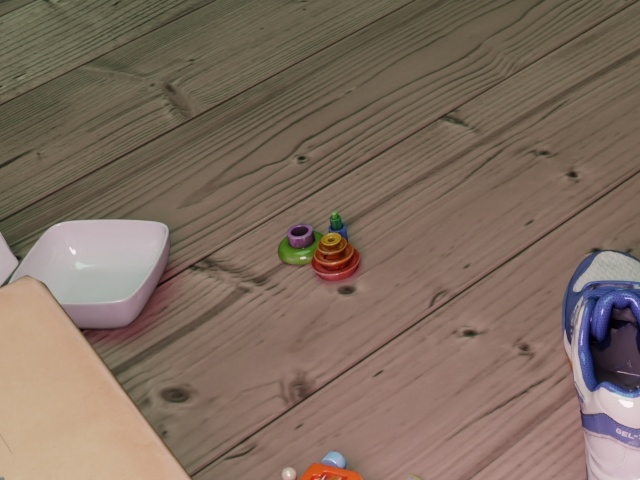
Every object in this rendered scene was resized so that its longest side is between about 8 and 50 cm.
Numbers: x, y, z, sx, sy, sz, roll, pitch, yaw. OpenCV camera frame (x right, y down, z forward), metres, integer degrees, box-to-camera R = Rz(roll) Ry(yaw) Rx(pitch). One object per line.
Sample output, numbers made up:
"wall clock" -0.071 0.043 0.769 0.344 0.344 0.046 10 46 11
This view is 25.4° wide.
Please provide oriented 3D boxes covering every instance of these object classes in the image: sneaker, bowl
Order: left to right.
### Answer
"bowl" -0.219 0.038 1.382 0.142 0.053 0.142 -1 35 17
"sneaker" 0.249 0.076 1.121 0.112 0.131 0.296 -9 32 7

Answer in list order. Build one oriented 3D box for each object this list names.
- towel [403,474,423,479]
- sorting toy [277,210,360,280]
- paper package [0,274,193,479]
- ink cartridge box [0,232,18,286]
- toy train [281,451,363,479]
"towel" 0.086 0.209 1.078 0.083 0.009 0.060 17 42 36
"sorting toy" 0.000 0.000 1.384 0.061 0.042 0.102 -33 39 -29
"paper package" -0.232 0.230 0.926 0.309 0.168 0.325 -29 55 -23
"ink cartridge box" -0.426 0.047 1.353 0.218 0.092 0.158 -11 30 28
"toy train" 0.006 0.229 1.045 0.125 0.046 0.166 5 34 28
